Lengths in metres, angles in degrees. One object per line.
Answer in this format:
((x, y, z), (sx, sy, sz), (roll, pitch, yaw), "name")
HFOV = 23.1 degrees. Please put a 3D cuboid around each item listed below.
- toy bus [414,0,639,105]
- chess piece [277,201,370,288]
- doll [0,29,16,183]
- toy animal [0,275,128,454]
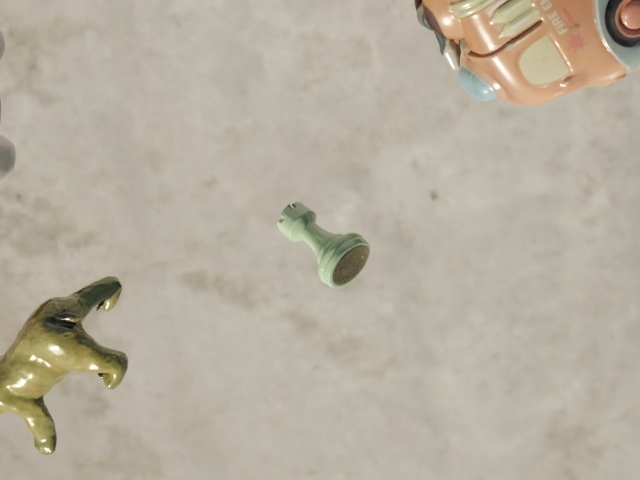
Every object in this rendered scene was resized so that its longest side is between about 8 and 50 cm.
((0.233, -0.280, 1.801), (0.232, 0.194, 0.288), (-37, 114, -5), "toy bus")
((0.000, 0.000, 1.755), (0.067, 0.103, 0.067), (-33, 146, -26), "chess piece")
((-0.514, -0.140, 1.718), (0.240, 0.284, 0.310), (-13, -178, 39), "doll")
((-0.277, 0.127, 1.512), (0.101, 0.103, 0.218), (11, 134, -46), "toy animal")
